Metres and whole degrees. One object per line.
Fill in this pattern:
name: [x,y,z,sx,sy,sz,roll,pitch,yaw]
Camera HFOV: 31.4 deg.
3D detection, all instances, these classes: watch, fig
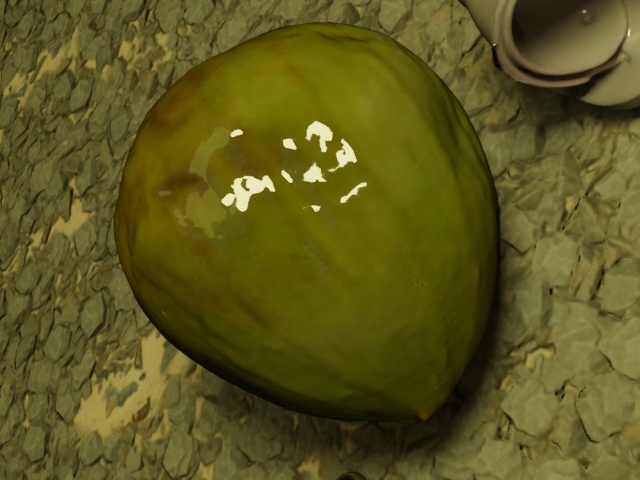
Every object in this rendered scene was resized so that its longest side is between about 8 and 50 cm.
watch: [0.235,-0.224,0.898,0.248,0.217,0.211,-42,51,24]
fig: [0.004,-0.005,0.971,0.343,0.343,0.343,-17,63,37]

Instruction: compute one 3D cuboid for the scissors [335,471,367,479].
scissors: [0.018,0.322,1.028,0.088,0.017,0.220,11,82,44]
